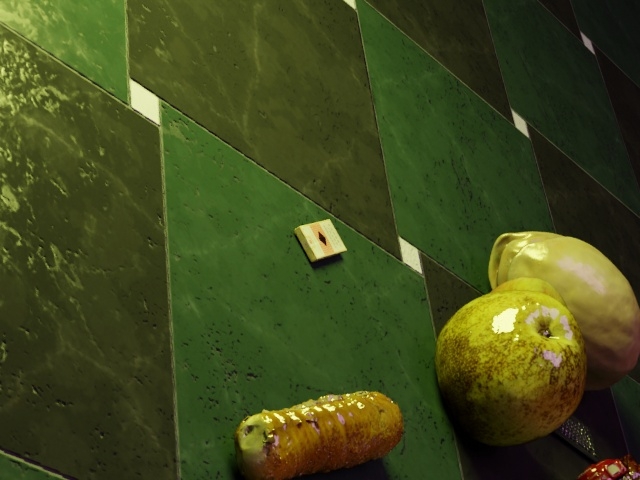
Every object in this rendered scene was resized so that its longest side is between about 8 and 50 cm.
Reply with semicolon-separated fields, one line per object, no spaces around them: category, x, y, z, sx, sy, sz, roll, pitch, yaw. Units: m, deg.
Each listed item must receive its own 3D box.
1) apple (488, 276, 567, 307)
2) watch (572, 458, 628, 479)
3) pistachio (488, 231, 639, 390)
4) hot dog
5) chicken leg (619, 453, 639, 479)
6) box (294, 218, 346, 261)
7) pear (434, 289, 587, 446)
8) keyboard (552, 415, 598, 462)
apple;0.276;0.113;1.989;0.126;0.126;0.102;53;20;-9
watch;0.425;0.409;1.902;0.268;0.102;0.165;50;17;10
pistachio;0.364;0.101;2.121;0.293;0.181;0.162;46;-8;-28
hot dog;0.008;0.201;1.522;0.289;0.068;0.083;-1;70;-60
chicken leg;0.492;0.371;2.165;0.219;0.048;0.089;27;43;-45
box;0.000;0.000;1.776;0.046;0.012;0.083;62;27;6
pear;0.248;0.156;1.836;0.197;0.197;0.197;40;32;-31
keyboard;0.331;0.251;2.064;0.202;0.011;0.067;36;34;-36
